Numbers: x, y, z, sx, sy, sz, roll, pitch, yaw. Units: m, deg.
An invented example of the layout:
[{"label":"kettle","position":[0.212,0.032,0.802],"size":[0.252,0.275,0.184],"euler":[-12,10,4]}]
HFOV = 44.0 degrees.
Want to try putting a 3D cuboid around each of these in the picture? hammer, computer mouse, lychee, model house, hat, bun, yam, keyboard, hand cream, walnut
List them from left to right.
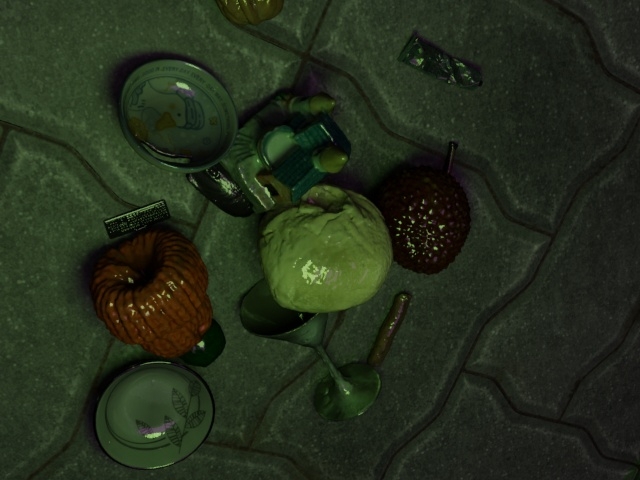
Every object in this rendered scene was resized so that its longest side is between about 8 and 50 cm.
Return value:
[{"label":"keyboard","position":[-0.441,-0.050,1.910],"size":[0.155,0.010,0.053],"euler":[-22,118,-14]},{"label":"hat","position":[-0.383,0.185,1.910],"size":[0.285,0.285,0.400],"euler":[-22,131,-14]},{"label":"computer mouse","position":[-0.225,-0.136,1.932],"size":[0.122,0.073,0.217],"euler":[-48,117,-2]},{"label":"walnut","position":[-0.161,-0.558,1.757],"size":[0.167,0.149,0.166],"euler":[1,137,1]},{"label":"model house","position":[-0.045,-0.215,1.797],"size":[0.267,0.325,0.194],"euler":[-44,113,-19]},{"label":"bun","position":[0.000,0.000,1.902],"size":[0.352,0.349,0.227],"euler":[-36,141,-33]},{"label":"yam","position":[0.197,0.255,2.282],"size":[0.057,0.057,0.241],"euler":[17,104,-28]},{"label":"lychee","position":[0.266,-0.056,2.067],"size":[0.276,0.304,0.275],"euler":[-3,147,-2]},{"label":"hand cream","position":[0.322,-0.450,2.052],"size":[0.248,0.052,0.075],"euler":[18,101,-28]},{"label":"hammer","position":[0.345,-0.174,2.189],"size":[0.078,0.021,0.200],"euler":[0,110,-23]}]

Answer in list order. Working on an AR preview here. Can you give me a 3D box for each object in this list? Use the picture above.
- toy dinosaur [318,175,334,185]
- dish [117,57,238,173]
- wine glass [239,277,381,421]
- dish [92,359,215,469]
[{"label":"toy dinosaur","position":[0.009,-0.158,2.042],"size":[0.058,0.037,0.180],"euler":[-14,110,-9]},{"label":"dish","position":[-0.336,-0.261,1.799],"size":[0.273,0.134,0.273],"euler":[11,66,-25]},{"label":"wine glass","position":[-0.002,0.282,2.098],"size":[0.267,0.267,0.406],"euler":[-35,123,-7]},{"label":"dish","position":[-0.435,0.433,2.053],"size":[0.317,0.106,0.316],"euler":[-7,111,-18]}]
